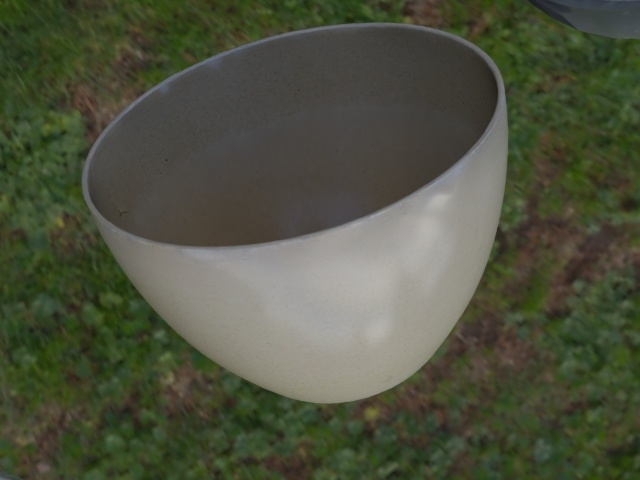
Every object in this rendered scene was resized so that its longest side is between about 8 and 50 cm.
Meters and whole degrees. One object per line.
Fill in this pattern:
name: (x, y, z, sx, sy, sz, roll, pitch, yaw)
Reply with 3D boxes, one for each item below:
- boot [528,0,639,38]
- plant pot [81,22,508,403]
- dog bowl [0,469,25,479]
boot: (0.044, -0.273, 0.194, 0.367, 0.146, 0.445, -55, 141, 5)
plant pot: (0.000, 0.000, 1.002, 0.284, 0.284, 0.191, -23, 123, -13)
dog bowl: (-0.257, 0.292, 0.892, 0.349, 0.102, 0.348, -2, 103, -10)
